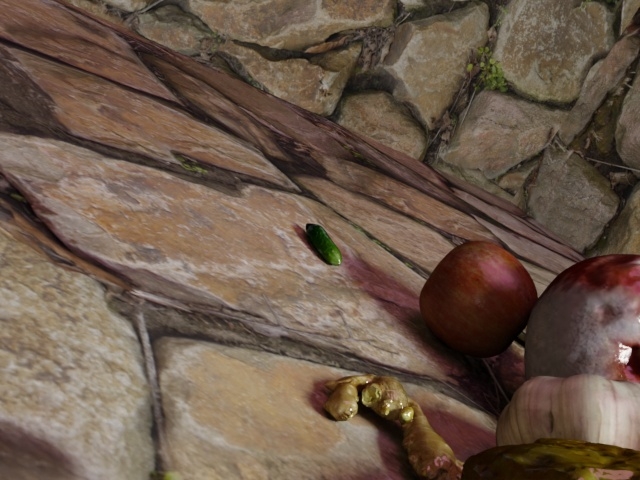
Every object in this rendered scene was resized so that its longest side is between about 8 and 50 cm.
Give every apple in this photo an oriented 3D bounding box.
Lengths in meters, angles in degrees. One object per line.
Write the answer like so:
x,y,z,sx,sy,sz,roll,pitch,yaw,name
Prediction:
0.268,0.102,1.263,0.174,0.188,0.188,42,19,19,apple

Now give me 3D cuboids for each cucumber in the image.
0.000,0.000,1.374,0.037,0.037,0.155,20,18,-33,cucumber

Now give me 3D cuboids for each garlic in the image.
0.332,0.283,0.866,0.245,0.245,0.253,22,50,-27,garlic

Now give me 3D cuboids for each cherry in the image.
0.458,0.197,1.136,0.291,0.335,0.326,-5,48,4,cherry

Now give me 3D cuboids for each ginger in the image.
0.097,0.212,0.864,0.193,0.052,0.176,27,22,-10,ginger

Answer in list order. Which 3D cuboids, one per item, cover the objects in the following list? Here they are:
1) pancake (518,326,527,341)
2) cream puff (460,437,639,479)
0.470,0.203,1.604,0.250,0.031,0.250,29,15,-9,pancake
0.239,0.268,0.681,0.244,0.244,0.196,-90,164,-75,cream puff
